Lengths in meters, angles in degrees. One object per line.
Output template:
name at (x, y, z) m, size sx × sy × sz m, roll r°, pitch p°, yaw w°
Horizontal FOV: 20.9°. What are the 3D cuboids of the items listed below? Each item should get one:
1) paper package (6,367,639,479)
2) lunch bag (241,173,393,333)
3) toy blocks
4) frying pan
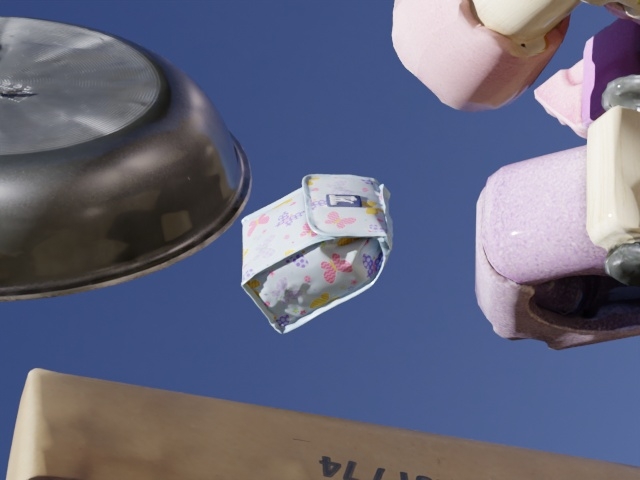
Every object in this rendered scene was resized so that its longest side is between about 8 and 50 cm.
paper package at (0.028, 0.208, 0.674) m, size 0.325 × 0.309 × 0.168 m, roll 9°, pitch -68°, yaw -12°
lunch bag at (0.000, 0.000, 0.953) m, size 0.083 × 0.071 × 0.053 m, roll -26°, pitch -61°, yaw 14°
toy blocks at (0.160, -0.051, 0.696) m, size 0.288 × 0.260 × 0.309 m, roll 16°, pitch -119°, yaw -20°
frying pan at (-0.169, -0.018, 0.601) m, size 0.326 × 0.197 × 0.053 m, roll -22°, pitch -53°, yaw -41°
